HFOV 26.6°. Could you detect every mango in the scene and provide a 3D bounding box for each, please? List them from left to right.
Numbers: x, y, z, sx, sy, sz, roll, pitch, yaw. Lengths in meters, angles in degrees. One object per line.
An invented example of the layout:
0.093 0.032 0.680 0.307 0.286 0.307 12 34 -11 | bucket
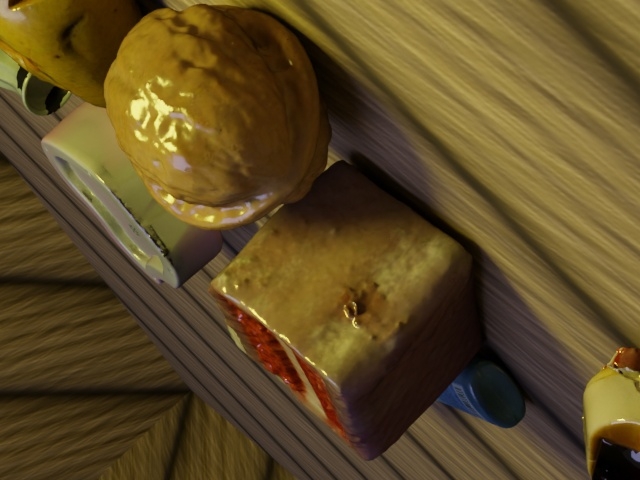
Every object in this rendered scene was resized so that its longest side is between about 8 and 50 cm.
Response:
-0.332 -0.304 1.742 0.253 0.182 0.365 29 169 43 | mango

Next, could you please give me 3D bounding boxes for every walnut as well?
-0.107 -0.129 1.442 0.257 0.257 0.224 37 -164 32 | walnut

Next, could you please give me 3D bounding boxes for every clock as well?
-0.306 -0.069 2.194 0.338 0.102 0.338 42 164 16 | clock

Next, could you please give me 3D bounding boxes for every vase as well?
-0.590 -0.347 2.394 0.360 0.165 0.165 34 162 30 | vase

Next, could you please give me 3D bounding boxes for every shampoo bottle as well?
0.172 0.182 1.811 0.104 0.061 0.258 51 165 -20 | shampoo bottle

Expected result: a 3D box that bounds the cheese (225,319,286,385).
-0.011 0.117 1.931 0.248 0.173 0.251 37 166 1 | cheese

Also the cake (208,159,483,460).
0.041 0.089 1.596 0.237 0.230 0.309 42 165 25 | cake

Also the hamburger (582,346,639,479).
0.330 0.191 1.299 0.173 0.116 0.210 29 155 28 | hamburger
